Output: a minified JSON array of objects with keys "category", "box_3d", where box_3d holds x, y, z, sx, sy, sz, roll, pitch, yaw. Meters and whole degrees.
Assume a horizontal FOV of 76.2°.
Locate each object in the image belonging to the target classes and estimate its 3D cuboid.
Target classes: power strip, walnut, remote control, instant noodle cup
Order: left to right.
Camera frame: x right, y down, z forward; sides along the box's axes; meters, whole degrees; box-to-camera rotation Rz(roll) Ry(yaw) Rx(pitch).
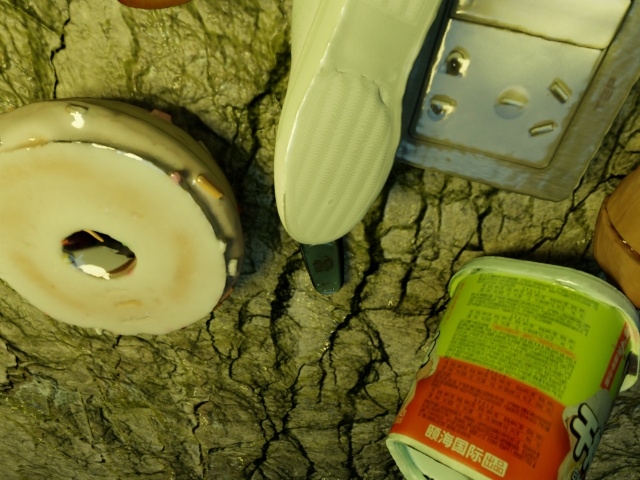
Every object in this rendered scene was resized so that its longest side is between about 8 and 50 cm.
[{"category":"remote control","box_3d":[0.000,0.000,0.643,0.072,0.042,0.222,-7,127,5]},{"category":"power strip","box_3d":[0.203,-0.193,0.455,0.257,0.092,0.251,17,128,6]},{"category":"instant noodle cup","box_3d":[0.261,0.224,0.577,0.294,0.308,0.294,29,148,20]},{"category":"walnut","box_3d":[0.476,-0.016,0.511,0.203,0.203,0.298,15,119,-8]}]

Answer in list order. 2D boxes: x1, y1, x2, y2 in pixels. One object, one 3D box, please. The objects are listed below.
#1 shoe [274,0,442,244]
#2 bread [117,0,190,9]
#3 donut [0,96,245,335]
[{"category":"shoe","box_3d":[0.015,-0.179,0.422,0.131,0.160,0.363,2,122,-29]},{"category":"bread","box_3d":[-0.155,-0.342,0.326,0.270,0.148,0.270,2,124,4]},{"category":"donut","box_3d":[-0.287,-0.022,0.580,0.382,0.142,0.383,2,127,3]}]
